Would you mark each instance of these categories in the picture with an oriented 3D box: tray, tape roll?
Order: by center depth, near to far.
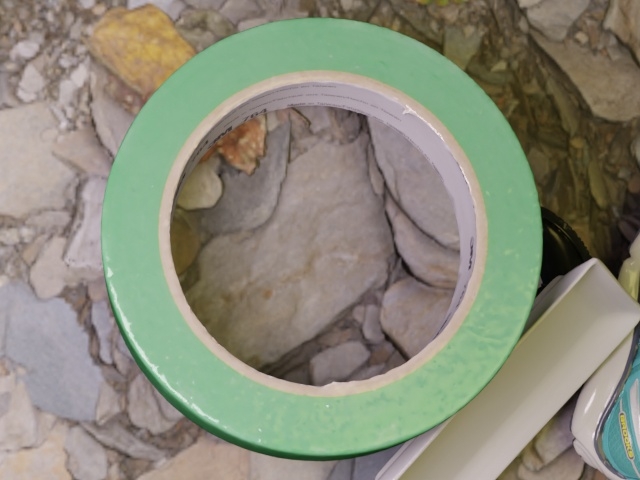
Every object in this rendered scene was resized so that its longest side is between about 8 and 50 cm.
[{"bbox_3d":[0.000,0.000,1.341,0.321,0.077,0.321,1,79,-5],"label":"tape roll"},{"bbox_3d":[0.140,0.129,1.440,0.270,0.030,0.145,-48,147,2],"label":"tray"}]

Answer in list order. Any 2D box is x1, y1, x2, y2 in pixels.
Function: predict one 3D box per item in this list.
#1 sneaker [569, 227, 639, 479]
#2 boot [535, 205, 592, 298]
[{"bbox_3d":[0.306,0.076,1.517,0.107,0.110,0.275,18,89,-48],"label":"sneaker"},{"bbox_3d":[0.183,0.045,1.506,0.099,0.045,0.121,-46,115,-17],"label":"boot"}]
